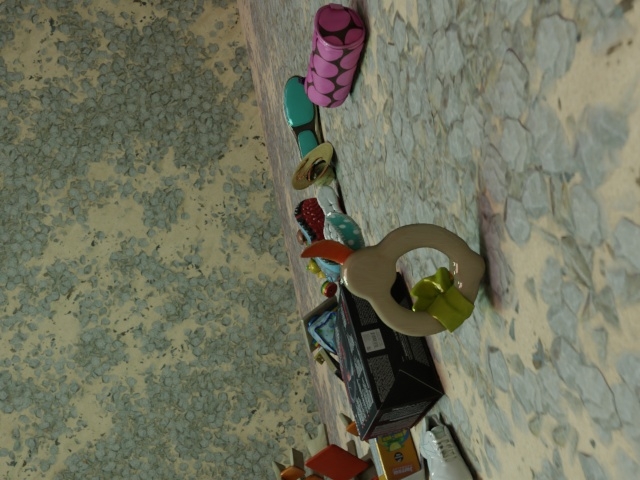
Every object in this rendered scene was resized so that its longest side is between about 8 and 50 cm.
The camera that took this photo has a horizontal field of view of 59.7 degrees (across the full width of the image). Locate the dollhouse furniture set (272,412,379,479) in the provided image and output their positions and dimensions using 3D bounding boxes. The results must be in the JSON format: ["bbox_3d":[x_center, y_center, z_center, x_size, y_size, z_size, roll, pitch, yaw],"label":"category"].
[{"bbox_3d":[0.068,0.524,1.270,0.259,0.262,0.135,42,-165,-38],"label":"dollhouse furniture set"}]

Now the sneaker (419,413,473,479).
[{"bbox_3d":[0.179,0.313,0.826,0.152,0.054,0.061,-132,35,-75],"label":"sneaker"}]

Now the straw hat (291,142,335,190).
[{"bbox_3d":[0.000,-0.159,1.326,0.061,0.144,0.144,36,-165,-29],"label":"straw hat"}]

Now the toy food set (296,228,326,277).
[{"bbox_3d":[-0.034,0.019,1.772,0.128,0.071,0.218,101,157,-68],"label":"toy food set"}]

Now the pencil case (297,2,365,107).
[{"bbox_3d":[0.018,-0.311,0.945,0.209,0.095,0.098,124,150,-75],"label":"pencil case"}]

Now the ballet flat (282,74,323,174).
[{"bbox_3d":[-0.037,-0.285,1.394,0.086,0.086,0.248,-136,35,-75],"label":"ballet flat"}]

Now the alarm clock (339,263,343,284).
[{"bbox_3d":[0.084,0.094,1.115,0.192,0.064,0.129,172,87,-84],"label":"alarm clock"}]

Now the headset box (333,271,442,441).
[{"bbox_3d":[0.103,0.222,1.004,0.293,0.110,0.218,94,163,-60],"label":"headset box"}]

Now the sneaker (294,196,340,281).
[{"bbox_3d":[0.000,0.000,1.421,0.125,0.104,0.262,85,170,-47],"label":"sneaker"}]

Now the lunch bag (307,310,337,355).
[{"bbox_3d":[0.051,0.261,1.473,0.151,0.096,0.129,49,170,0],"label":"lunch bag"}]

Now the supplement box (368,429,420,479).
[{"bbox_3d":[0.130,0.368,1.139,0.080,0.078,0.233,102,155,-62],"label":"supplement box"}]

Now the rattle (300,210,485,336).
[{"bbox_3d":[0.076,0.022,0.646,0.143,0.200,0.130,-82,7,-65],"label":"rattle"}]

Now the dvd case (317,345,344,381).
[{"bbox_3d":[0.073,0.349,1.398,0.164,0.018,0.221,45,175,-9],"label":"dvd case"}]

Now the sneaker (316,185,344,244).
[{"bbox_3d":[0.039,-0.052,1.314,0.065,0.061,0.158,6,-108,-71],"label":"sneaker"}]

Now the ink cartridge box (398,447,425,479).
[{"bbox_3d":[0.160,0.533,0.902,0.371,0.069,0.175,-79,-18,-63],"label":"ink cartridge box"}]

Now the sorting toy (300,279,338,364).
[{"bbox_3d":[0.017,0.252,1.599,0.046,0.132,0.274,27,140,40],"label":"sorting toy"}]
